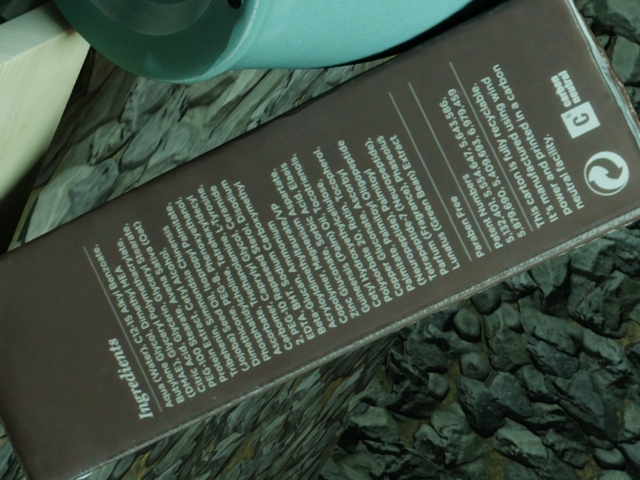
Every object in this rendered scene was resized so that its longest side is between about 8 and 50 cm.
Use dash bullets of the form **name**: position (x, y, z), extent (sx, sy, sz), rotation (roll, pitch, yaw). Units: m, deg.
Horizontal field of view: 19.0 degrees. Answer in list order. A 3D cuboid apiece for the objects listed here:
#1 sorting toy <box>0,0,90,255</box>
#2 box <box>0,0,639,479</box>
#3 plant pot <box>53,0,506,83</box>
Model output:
- **sorting toy**: position (-0.262, -0.007, 1.007), extent (0.255, 0.089, 0.257), rotation (-37, 161, -52)
- **box**: position (0.000, 0.000, 1.099), extent (0.381, 0.143, 0.191), rotation (-27, 177, 8)
- **plant pot**: position (-0.016, -0.209, 1.011), extent (0.255, 0.271, 0.272), rotation (-30, 155, -41)
